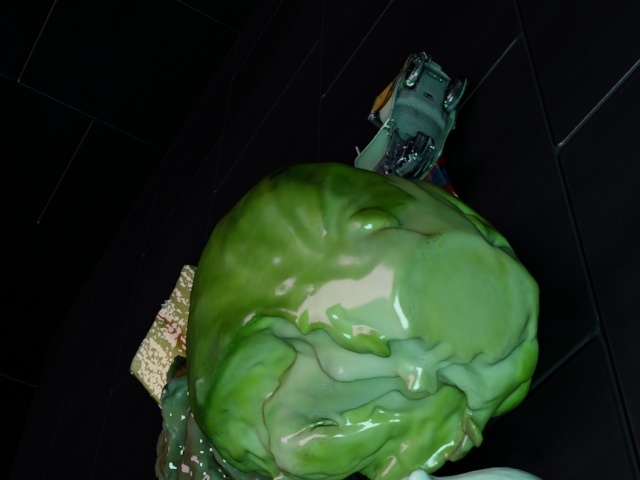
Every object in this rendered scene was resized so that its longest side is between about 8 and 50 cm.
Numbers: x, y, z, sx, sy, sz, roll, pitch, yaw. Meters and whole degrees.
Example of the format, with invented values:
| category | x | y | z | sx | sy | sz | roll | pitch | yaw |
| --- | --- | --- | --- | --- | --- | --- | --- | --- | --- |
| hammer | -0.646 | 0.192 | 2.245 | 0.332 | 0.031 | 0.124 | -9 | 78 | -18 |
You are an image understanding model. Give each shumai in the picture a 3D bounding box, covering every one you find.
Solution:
| category | x | y | z | sx | sy | sz | roll | pitch | yaw |
| --- | --- | --- | --- | --- | --- | --- | --- | --- | --- |
| shumai | -0.118 | 0.230 | 1.137 | 0.184 | 0.185 | 0.218 | -30 | 37 | 4 |

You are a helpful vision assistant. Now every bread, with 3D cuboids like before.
| category | x | y | z | sx | sy | sz | roll | pitch | yaw |
| --- | --- | --- | --- | --- | --- | --- | --- | --- | --- |
| bread | -0.217 | 0.189 | 1.706 | 0.240 | 0.135 | 0.178 | -58 | 20 | 13 |

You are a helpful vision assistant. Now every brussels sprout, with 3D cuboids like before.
| category | x | y | z | sx | sy | sz | roll | pitch | yaw |
| --- | --- | --- | --- | --- | --- | --- | --- | --- | --- |
| brussels sprout | 0.028 | 0.069 | 0.976 | 0.371 | 0.276 | 0.315 | -26 | 37 | 46 |

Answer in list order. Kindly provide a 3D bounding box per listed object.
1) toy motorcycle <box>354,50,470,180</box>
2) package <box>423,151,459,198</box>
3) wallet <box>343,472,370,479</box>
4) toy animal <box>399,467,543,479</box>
| category | x | y | z | sx | sy | sz | roll | pitch | yaw |
| --- | --- | --- | --- | --- | --- | --- | --- | --- | --- |
| toy motorcycle | 0.106 | -0.134 | 1.274 | 0.157 | 0.091 | 0.263 | -47 | 16 | 42 |
| package | 0.133 | -0.078 | 1.278 | 0.083 | 0.022 | 0.200 | -50 | 22 | 26 |
| wallet | 0.011 | 0.221 | 1.204 | 0.170 | 0.044 | 0.321 | -64 | 19 | -2 |
| toy animal | 0.076 | 0.302 | 0.749 | 0.289 | 0.174 | 0.249 | -49 | 13 | 42 |
